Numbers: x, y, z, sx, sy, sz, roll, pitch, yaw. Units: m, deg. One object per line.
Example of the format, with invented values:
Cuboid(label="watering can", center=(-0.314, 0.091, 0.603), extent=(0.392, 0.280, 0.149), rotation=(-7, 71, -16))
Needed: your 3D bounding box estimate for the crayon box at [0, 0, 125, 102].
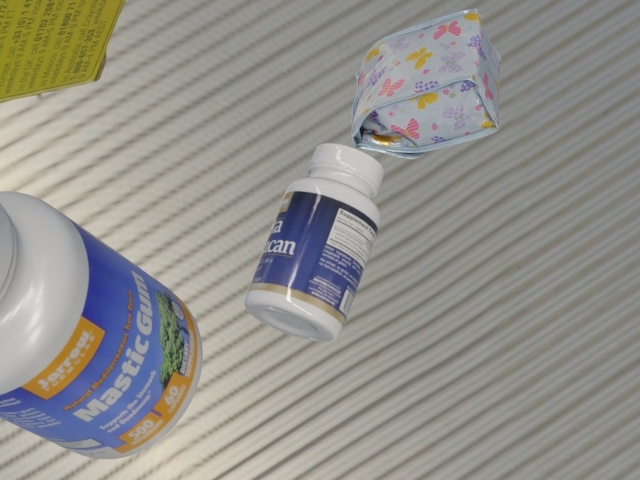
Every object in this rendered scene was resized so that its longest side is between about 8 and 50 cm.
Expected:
Cuboid(label="crayon box", center=(-0.195, -0.130, 0.548), extent=(0.081, 0.202, 0.318), rotation=(46, 39, 21))

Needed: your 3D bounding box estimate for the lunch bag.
Cuboid(label="lunch bag", center=(0.059, -0.087, 0.863), extent=(0.083, 0.053, 0.071), rotation=(-14, 40, 20))

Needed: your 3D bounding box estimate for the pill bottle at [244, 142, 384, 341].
Cuboid(label="pill bottle", center=(0.000, 0.000, 1.383), extent=(0.094, 0.094, 0.169), rotation=(21, 72, -1))

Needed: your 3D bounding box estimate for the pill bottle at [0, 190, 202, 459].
Cuboid(label="pill bottle", center=(-0.211, 0.056, 1.097), extent=(0.152, 0.272, 0.152), rotation=(-10, 65, 21))
